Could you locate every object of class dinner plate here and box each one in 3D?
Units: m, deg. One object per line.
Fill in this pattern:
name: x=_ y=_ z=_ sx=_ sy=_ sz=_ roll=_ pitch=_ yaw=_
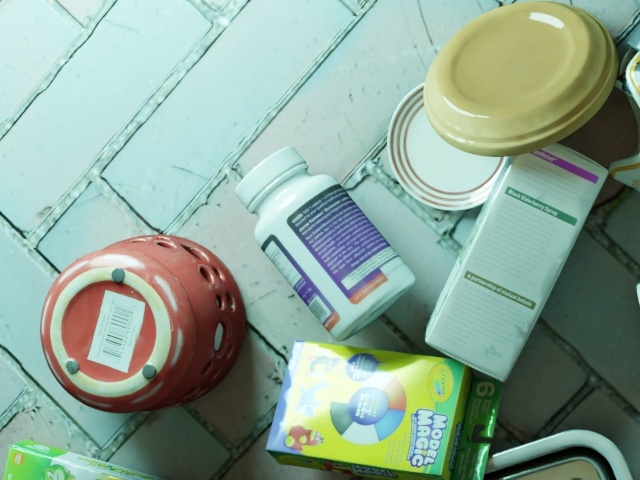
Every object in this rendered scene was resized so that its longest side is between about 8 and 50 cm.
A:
dinner plate: x=0.140 y=-0.102 z=1.711 sx=0.141 sy=0.017 sz=0.141 roll=0 pitch=91 yaw=14

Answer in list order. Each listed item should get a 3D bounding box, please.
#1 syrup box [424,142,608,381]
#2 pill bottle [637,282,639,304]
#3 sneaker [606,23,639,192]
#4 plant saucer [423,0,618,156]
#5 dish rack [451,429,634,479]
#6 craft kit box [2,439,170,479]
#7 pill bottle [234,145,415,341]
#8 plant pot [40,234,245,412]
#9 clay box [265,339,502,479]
syrup box: x=0.196 y=0.012 z=1.652 sx=0.096 sy=0.093 sz=0.237 roll=26 pitch=97 yaw=0
pill bottle: x=0.422 y=0.055 z=1.592 sx=0.208 sy=0.117 sz=0.117 roll=-17 pitch=87 yaw=15
sneaker: x=0.362 y=-0.194 z=1.596 sx=0.127 sy=0.126 sz=0.321 roll=12 pitch=96 yaw=8
plant saucer: x=0.194 y=-0.170 z=1.625 sx=0.200 sy=0.037 sz=0.200 roll=-14 pitch=47 yaw=15
dish rack: x=0.192 y=0.363 z=1.683 sx=0.333 sy=0.072 sz=0.285 roll=-20 pitch=86 yaw=14
craft kit box: x=-0.249 y=0.372 z=1.805 sx=0.247 sy=0.061 sz=0.249 roll=14 pitch=95 yaw=11
pill bottle: x=0.000 y=0.000 z=1.703 sx=0.108 sy=0.108 sz=0.193 roll=-40 pitch=82 yaw=12
plant pot: x=-0.194 y=0.089 z=1.724 sx=0.191 sy=0.174 sz=0.191 roll=0 pitch=91 yaw=16
clay box: x=0.066 y=0.179 z=1.682 sx=0.222 sy=0.053 sz=0.127 roll=5 pitch=65 yaw=22
